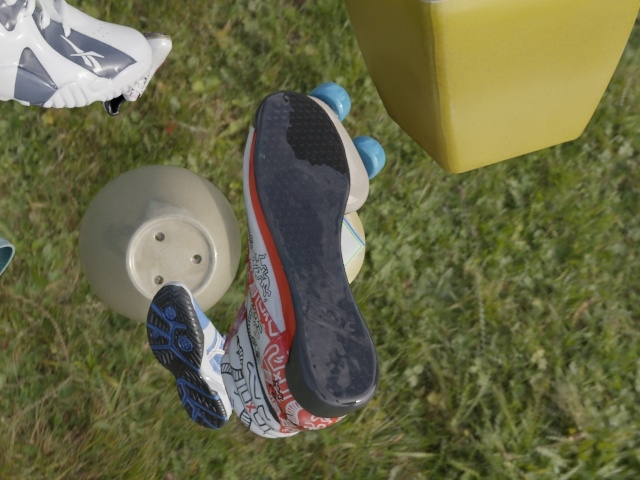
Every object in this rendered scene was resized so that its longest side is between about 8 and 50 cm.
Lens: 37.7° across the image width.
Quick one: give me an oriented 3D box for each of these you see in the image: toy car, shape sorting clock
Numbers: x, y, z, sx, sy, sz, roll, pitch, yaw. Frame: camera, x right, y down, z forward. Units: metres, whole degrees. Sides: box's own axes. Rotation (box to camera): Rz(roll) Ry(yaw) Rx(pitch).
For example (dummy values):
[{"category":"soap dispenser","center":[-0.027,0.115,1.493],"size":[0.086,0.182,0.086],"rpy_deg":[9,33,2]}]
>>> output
[{"category":"toy car","center":[-0.057,-0.113,1.570],"size":[0.210,0.238,0.219],"rpy_deg":[56,42,-14]},{"category":"shape sorting clock","center":[0.000,0.000,1.808],"size":[0.206,0.040,0.206],"rpy_deg":[9,75,-36]}]

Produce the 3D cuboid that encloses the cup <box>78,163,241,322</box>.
[{"category":"cup","center":[-0.299,0.022,1.823],"size":[0.331,0.237,0.330],"rpy_deg":[-2,98,-15]}]

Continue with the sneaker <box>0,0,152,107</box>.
[{"category":"sneaker","center":[-0.225,-0.187,0.673],"size":[0.235,0.153,0.094],"rpy_deg":[5,38,-23]}]

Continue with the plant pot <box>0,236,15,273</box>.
[{"category":"plant pot","center":[-0.683,0.041,1.538],"size":[0.196,0.293,0.293],"rpy_deg":[46,61,-2]}]

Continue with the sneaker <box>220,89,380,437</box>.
[{"category":"sneaker","center":[-0.036,0.024,0.759],"size":[0.090,0.145,0.270],"rpy_deg":[2,66,-30]}]

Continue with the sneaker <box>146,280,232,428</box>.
[{"category":"sneaker","center":[-0.159,0.139,1.210],"size":[0.081,0.080,0.211],"rpy_deg":[-53,135,-51]}]

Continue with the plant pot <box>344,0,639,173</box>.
[{"category":"plant pot","center":[0.148,-0.187,0.859],"size":[0.212,0.187,0.212],"rpy_deg":[-18,37,-14]}]

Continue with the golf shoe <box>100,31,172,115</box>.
[{"category":"golf shoe","center":[-0.298,-0.272,1.533],"size":[0.068,0.186,0.085],"rpy_deg":[0,69,-46]}]
